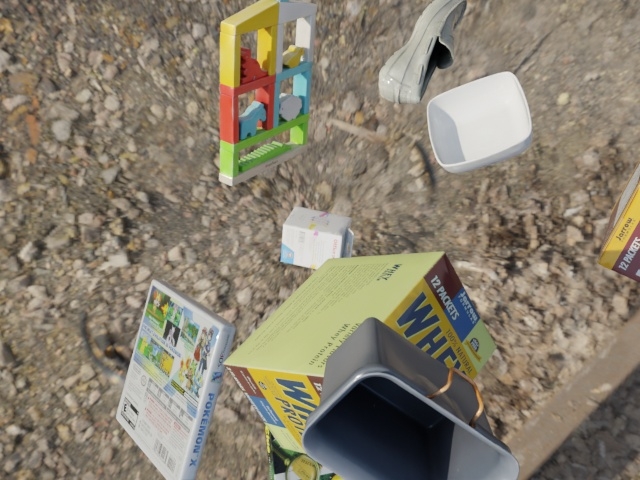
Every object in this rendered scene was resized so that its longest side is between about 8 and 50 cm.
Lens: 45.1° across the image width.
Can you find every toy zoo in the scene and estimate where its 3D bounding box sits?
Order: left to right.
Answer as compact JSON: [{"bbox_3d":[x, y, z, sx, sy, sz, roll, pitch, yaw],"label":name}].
[{"bbox_3d":[-0.079,-0.247,1.177,0.030,0.192,0.293,24,126,29],"label":"toy zoo"}]

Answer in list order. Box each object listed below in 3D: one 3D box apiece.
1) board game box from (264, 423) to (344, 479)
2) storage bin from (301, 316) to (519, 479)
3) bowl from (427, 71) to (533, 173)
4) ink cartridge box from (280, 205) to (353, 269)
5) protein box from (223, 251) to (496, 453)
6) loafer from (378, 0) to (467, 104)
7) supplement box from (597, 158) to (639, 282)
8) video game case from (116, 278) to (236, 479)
[{"bbox_3d":[0.050,0.304,1.106,0.259,0.030,0.136,-5,89,-23],"label":"board game box"},{"bbox_3d":[0.062,0.114,0.531,0.135,0.091,0.098,35,113,-16],"label":"storage bin"},{"bbox_3d":[0.230,-0.159,1.098,0.142,0.053,0.142,-18,52,19],"label":"bowl"},{"bbox_3d":[0.000,0.000,1.598,0.143,0.090,0.092,12,121,10],"label":"ink cartridge box"},{"bbox_3d":[0.044,0.127,0.854,0.200,0.201,0.136,-44,112,-32],"label":"protein box"},{"bbox_3d":[0.242,-0.411,1.661,0.111,0.112,0.319,25,68,22],"label":"loafer"},{"bbox_3d":[0.515,-0.017,1.078,0.191,0.194,0.129,26,123,14],"label":"supplement box"},{"bbox_3d":[-0.278,0.253,1.433,0.036,0.329,0.300,13,94,-34],"label":"video game case"}]
